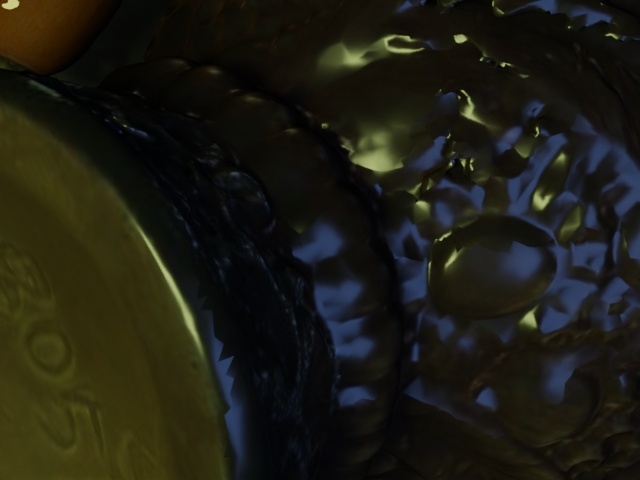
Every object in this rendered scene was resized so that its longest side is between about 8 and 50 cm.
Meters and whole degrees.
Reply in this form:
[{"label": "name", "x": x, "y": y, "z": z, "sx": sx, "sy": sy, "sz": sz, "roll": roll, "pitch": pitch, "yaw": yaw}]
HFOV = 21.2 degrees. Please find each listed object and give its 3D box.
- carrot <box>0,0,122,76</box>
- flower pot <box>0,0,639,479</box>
[{"label": "carrot", "x": -0.064, "y": -0.192, "z": 0.642, "sx": 0.069, "sy": 0.069, "sz": 0.336, "roll": 25, "pitch": 88, "yaw": -40}, {"label": "flower pot", "x": 0.000, "y": 0.000, "z": 0.607, "sx": 0.267, "sy": 0.266, "sz": 0.267, "roll": -22, "pitch": 122, "yaw": -40}]
